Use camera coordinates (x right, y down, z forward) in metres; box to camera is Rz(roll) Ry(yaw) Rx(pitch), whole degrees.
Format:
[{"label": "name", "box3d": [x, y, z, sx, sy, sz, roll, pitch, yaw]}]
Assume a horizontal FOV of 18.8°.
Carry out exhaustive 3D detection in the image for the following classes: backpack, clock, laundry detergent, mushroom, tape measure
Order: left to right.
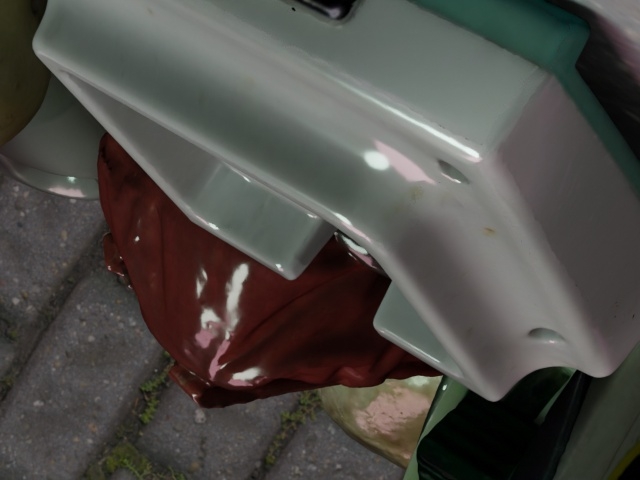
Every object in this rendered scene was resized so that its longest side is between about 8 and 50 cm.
[{"label": "laundry detergent", "box3d": [-0.231, -0.130, 1.450, 0.264, 0.124, 0.398, 42, 172, -10]}, {"label": "clock", "box3d": [0.000, -0.049, 0.765, 0.262, 0.116, 0.231, 29, 174, 28]}, {"label": "backpack", "box3d": [0.001, -0.002, 1.005, 0.229, 0.138, 0.229, 16, -159, -6]}, {"label": "mushroom", "box3d": [0.088, 0.120, 1.730, 0.267, 0.164, 0.189, 30, 176, 36]}, {"label": "tape measure", "box3d": [0.115, 0.114, 0.984, 0.115, 0.207, 0.235, 33, 171, 38]}]

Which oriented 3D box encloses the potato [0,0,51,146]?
[{"label": "potato", "box3d": [-0.267, -0.136, 0.854, 0.326, 0.221, 0.243, 5, -179, 25]}]
